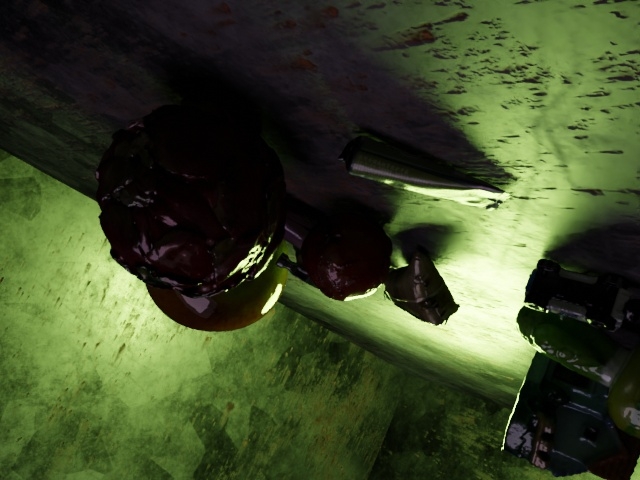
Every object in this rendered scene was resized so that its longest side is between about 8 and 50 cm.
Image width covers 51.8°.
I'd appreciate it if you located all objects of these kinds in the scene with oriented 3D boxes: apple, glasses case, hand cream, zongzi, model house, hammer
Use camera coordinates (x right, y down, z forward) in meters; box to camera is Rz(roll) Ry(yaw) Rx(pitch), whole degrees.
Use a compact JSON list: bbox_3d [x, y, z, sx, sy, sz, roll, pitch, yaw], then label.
[{"bbox_3d":[-0.234,0.050,1.524,0.340,0.339,0.339,24,168,6],"label":"apple"},{"bbox_3d":[0.000,0.000,1.444,0.316,0.075,0.123,30,172,-23],"label":"glasses case"},{"bbox_3d":[0.139,-0.089,0.904,0.235,0.055,0.086,17,170,0],"label":"hand cream"},{"bbox_3d":[0.191,0.075,1.406,0.194,0.099,0.197,25,148,56],"label":"zongzi"},{"bbox_3d":[0.596,0.383,1.394,0.329,0.294,0.252,22,172,26],"label":"model house"},{"bbox_3d":[-0.043,0.041,1.464,0.111,0.033,0.287,33,-172,-8],"label":"hammer"}]

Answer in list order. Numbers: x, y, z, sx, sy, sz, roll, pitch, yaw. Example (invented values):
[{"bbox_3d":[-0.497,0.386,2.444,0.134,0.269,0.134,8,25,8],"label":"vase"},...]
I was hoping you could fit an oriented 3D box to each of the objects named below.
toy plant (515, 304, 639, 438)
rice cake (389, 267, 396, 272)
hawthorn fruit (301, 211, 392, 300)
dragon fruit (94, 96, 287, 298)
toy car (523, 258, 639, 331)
[{"bbox_3d":[0.502,0.215,1.205,0.316,0.184,0.224,29,-170,32],"label":"toy plant"},{"bbox_3d":[0.145,0.087,1.519,0.022,0.021,0.121,7,-163,29],"label":"rice cake"},{"bbox_3d":[0.038,0.025,1.247,0.181,0.181,0.235,19,173,26],"label":"hawthorn fruit"},{"bbox_3d":[-0.201,-0.061,1.058,0.329,0.329,0.329,24,168,6],"label":"dragon fruit"},{"bbox_3d":[0.410,0.089,1.034,0.171,0.080,0.070,15,166,35],"label":"toy car"}]
